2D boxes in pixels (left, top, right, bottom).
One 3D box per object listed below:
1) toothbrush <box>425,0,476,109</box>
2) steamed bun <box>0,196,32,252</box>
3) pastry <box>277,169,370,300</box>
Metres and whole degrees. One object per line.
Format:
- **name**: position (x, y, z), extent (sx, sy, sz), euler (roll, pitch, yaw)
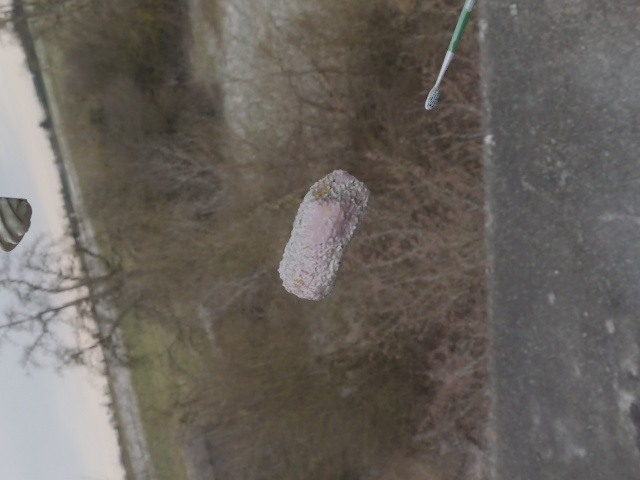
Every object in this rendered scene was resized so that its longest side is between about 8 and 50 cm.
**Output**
- **toothbrush**: position (0.241, -0.356, 1.519), extent (0.024, 0.018, 0.257), euler (-138, 68, -78)
- **steamed bun**: position (-0.571, -0.026, 1.411), extent (0.183, 0.183, 0.106), euler (-165, 81, -75)
- **pastry**: position (-0.005, 0.010, 1.336), extent (0.265, 0.103, 0.112), euler (109, -172, -47)
